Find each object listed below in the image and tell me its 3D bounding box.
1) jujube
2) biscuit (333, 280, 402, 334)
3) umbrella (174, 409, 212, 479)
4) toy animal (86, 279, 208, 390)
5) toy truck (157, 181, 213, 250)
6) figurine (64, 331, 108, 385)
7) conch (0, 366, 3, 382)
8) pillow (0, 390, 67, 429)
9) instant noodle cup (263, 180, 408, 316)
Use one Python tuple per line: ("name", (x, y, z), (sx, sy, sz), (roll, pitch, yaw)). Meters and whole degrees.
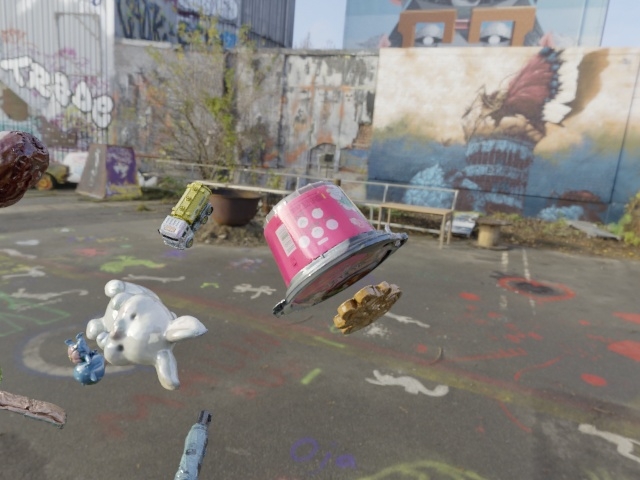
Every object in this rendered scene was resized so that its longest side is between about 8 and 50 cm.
("jujube", (-0.945, -0.220, 1.297), (0.183, 0.243, 0.183), (46, 0, 0))
("biscuit", (0.129, 0.182, 1.145), (0.044, 0.202, 0.289), (54, 3, 22))
("umbrella", (-0.295, 0.484, 1.002), (0.053, 0.052, 0.250), (34, 8, -14))
("toy animal", (-0.461, 0.249, 1.177), (0.241, 0.196, 0.367), (21, -3, -41))
("toy truck", (-0.456, -0.087, 1.468), (0.097, 0.227, 0.114), (18, -28, 12))
("figurine", (-0.798, 0.404, 1.491), (0.114, 0.178, 0.144), (-28, 1, 20))
("conch", (-0.843, 0.335, 1.075), (0.121, 0.089, 0.074), (-26, 17, 25))
("pillow", (-0.884, 0.505, 1.297), (0.232, 0.043, 0.126), (30, -18, -24))
("instant noodle cup", (0.000, 0.000, 0.862), (0.302, 0.182, 0.258), (-26, -18, -19))
